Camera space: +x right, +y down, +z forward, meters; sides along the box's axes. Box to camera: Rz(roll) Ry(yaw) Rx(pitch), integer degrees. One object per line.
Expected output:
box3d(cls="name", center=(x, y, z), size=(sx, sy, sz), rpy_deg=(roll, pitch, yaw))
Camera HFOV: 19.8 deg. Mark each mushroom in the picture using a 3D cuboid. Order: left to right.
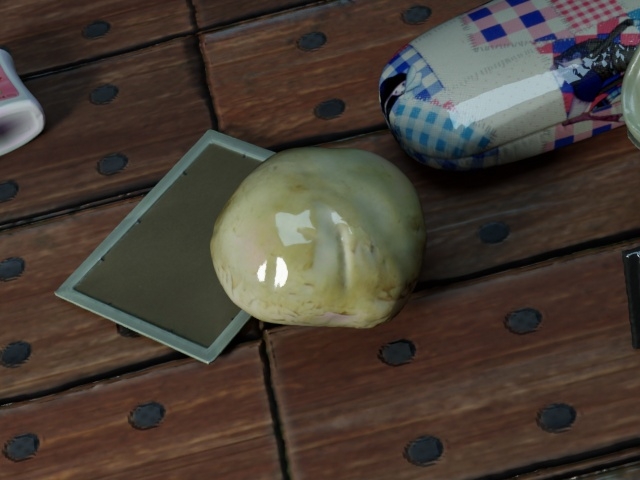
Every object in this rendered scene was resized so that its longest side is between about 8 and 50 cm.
box3d(cls="mushroom", center=(0.000, 0.000, 1.183), size=(0.148, 0.112, 0.148), rpy_deg=(1, 48, -1))

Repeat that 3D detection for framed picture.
box3d(cls="framed picture", center=(-0.076, 0.002, 1.275), size=(0.142, 0.011, 0.183), rpy_deg=(21, 55, 30))

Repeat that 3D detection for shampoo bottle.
box3d(cls="shampoo bottle", center=(-0.259, -0.109, 1.408), size=(0.072, 0.043, 0.099), rpy_deg=(-24, 45, -10))

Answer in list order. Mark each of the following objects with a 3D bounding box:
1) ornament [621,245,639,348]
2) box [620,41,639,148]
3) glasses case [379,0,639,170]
box3d(cls="ornament", center=(0.253, 0.085, 1.061), size=(0.088, 0.081, 0.203), rpy_deg=(-23, 47, -7))
box3d(cls="box", center=(0.322, -0.055, 1.090), size=(0.178, 0.138, 0.274), rpy_deg=(13, 24, -31))
box3d(cls="glasses case", center=(0.199, -0.140, 1.297), size=(0.327, 0.076, 0.125), rpy_deg=(-21, 47, -7))
